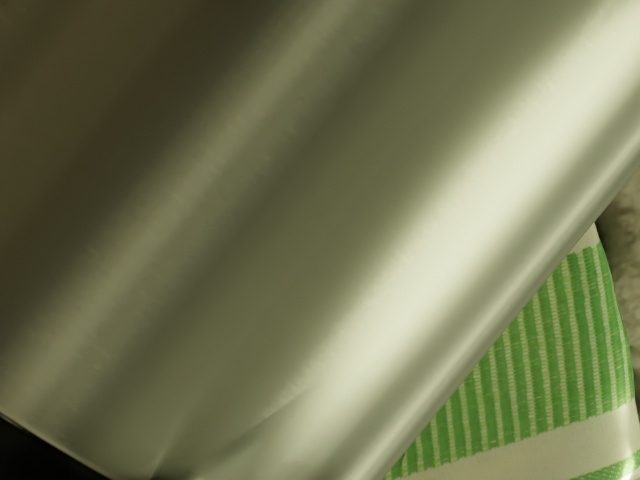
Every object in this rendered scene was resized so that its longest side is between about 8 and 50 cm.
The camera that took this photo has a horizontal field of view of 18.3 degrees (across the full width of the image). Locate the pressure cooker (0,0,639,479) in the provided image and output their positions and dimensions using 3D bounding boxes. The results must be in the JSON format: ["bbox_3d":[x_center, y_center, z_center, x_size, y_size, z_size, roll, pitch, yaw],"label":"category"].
[{"bbox_3d":[-0.096,-0.067,0.680,0.375,0.370,0.420,38,94,-13],"label":"pressure cooker"}]

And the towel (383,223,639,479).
[{"bbox_3d":[0.000,0.000,0.910,0.248,0.038,0.325,-18,102,2],"label":"towel"}]
